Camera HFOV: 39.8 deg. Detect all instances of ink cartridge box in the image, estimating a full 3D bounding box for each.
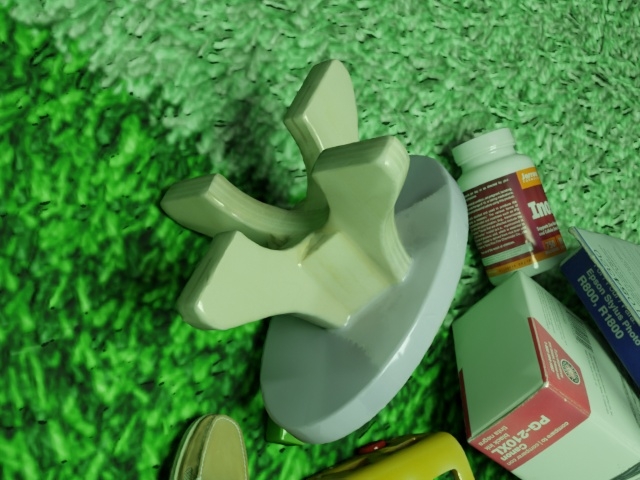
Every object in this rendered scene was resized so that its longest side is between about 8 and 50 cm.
[{"bbox_3d":[0.366,0.145,0.859,0.330,0.071,0.324,8,47,-51],"label":"ink cartridge box"},{"bbox_3d":[0.248,0.166,0.845,0.237,0.100,0.172,36,27,-18],"label":"ink cartridge box"}]

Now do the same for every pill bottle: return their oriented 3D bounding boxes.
[{"bbox_3d":[0.193,-0.035,0.920,0.086,0.086,0.152,-18,86,-35],"label":"pill bottle"}]

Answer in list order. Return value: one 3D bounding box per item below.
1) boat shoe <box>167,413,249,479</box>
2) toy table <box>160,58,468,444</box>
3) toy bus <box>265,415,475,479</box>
[{"bbox_3d":[-0.073,0.212,0.661,0.068,0.072,0.190,23,48,-30],"label":"boat shoe"},{"bbox_3d":[0.000,0.000,0.708,0.161,0.252,0.274,46,44,-32],"label":"toy table"},{"bbox_3d":[0.039,0.230,0.731,0.191,0.104,0.202,32,61,-21],"label":"toy bus"}]
